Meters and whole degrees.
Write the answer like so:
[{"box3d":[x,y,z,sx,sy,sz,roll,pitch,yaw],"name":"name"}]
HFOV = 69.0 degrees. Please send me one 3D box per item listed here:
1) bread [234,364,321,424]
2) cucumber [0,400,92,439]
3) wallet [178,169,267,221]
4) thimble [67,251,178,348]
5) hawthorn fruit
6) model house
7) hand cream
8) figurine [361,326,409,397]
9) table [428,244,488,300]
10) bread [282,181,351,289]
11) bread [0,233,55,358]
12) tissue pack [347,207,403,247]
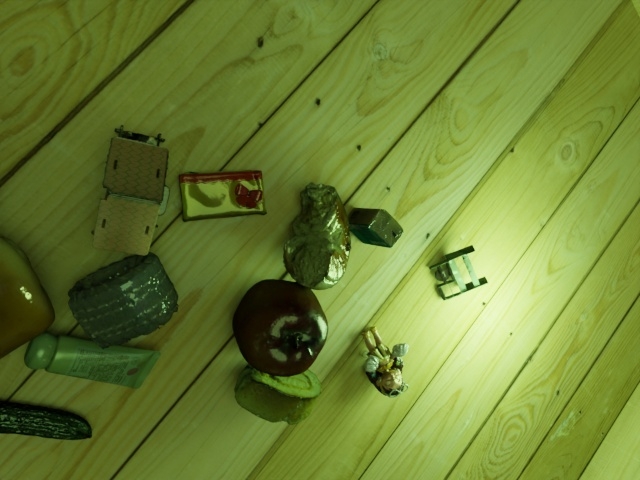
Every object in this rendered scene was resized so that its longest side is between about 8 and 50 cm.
[{"box3d":[-0.134,0.444,1.400,0.257,0.186,0.124,14,108,-21],"name":"bread"},{"box3d":[-0.721,0.464,1.196,0.266,0.077,0.077,19,89,-28],"name":"cucumber"},{"box3d":[-0.273,-0.130,1.318,0.242,0.067,0.141,-7,98,-23],"name":"wallet"},{"box3d":[-0.492,0.149,1.179,0.237,0.205,0.172,-27,108,-20],"name":"thimble"},{"box3d":[-0.109,0.256,1.315,0.268,0.301,0.267,-4,106,-14],"name":"hawthorn fruit"},{"box3d":[-0.450,-0.120,1.143,0.169,0.244,0.325,13,90,-23],"name":"model house"},{"box3d":[-0.590,0.313,1.212,0.306,0.093,0.147,24,109,-32],"name":"hand cream"},{"box3d":[0.214,0.415,1.586,0.175,0.116,0.239,-22,100,-22],"name":"figurine"},{"box3d":[0.499,0.119,1.698,0.175,0.062,0.146,-23,109,13],"name":"table"},{"box3d":[0.002,-0.003,1.401,0.192,0.171,0.313,23,66,-60],"name":"bread"},{"box3d":[-0.815,0.143,1.006,0.376,0.253,0.347,-32,110,-18],"name":"bread"},{"box3d":[0.166,-0.044,1.472,0.120,0.169,0.082,41,77,-22],"name":"tissue pack"}]
